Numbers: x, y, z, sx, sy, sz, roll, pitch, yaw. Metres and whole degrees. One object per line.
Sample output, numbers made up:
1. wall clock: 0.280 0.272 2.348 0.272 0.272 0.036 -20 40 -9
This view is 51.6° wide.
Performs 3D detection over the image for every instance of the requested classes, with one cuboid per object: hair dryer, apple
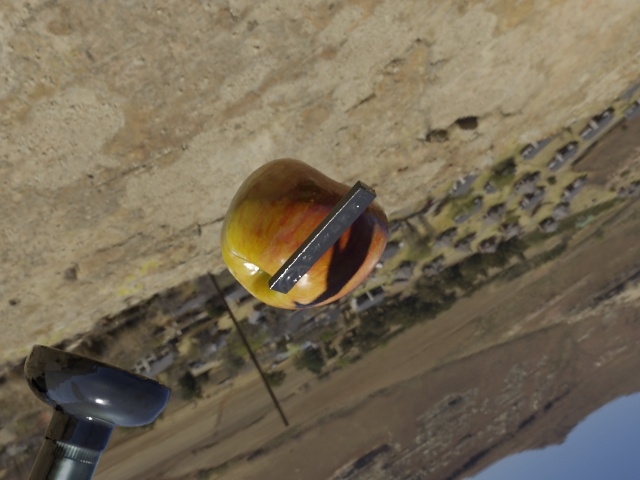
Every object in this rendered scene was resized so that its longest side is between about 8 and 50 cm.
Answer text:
1. hair dryer: -0.280 0.229 0.593 0.284 0.155 0.320 86 20 -59
2. apple: -0.043 0.000 1.221 0.301 0.301 0.301 -29 160 -12

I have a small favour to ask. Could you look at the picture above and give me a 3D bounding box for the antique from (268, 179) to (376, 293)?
1. antique: 0.000 0.000 0.836 0.031 0.015 0.192 23 122 -33
